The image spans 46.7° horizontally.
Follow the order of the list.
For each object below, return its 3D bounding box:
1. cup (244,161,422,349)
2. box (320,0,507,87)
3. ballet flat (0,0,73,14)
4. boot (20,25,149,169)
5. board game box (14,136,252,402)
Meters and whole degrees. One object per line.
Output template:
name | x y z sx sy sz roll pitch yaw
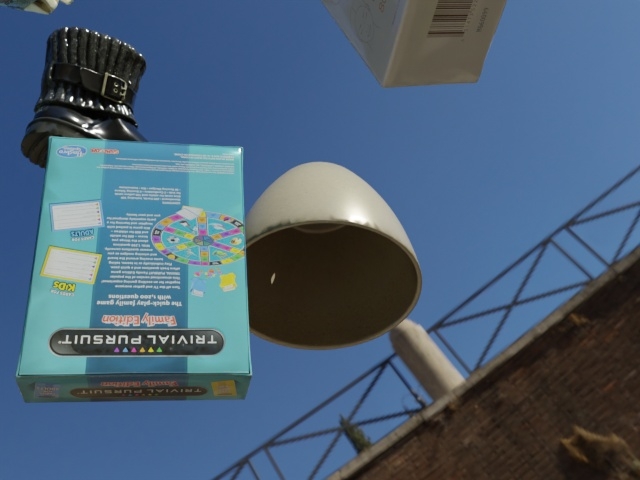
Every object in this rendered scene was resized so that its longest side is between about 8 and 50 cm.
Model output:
cup | 0.000 0.000 1.301 0.330 0.237 0.331 -1 -43 -1
box | 0.070 -0.225 0.598 0.090 0.171 0.130 -8 -42 -22
ballet flat | -0.375 -0.342 1.012 0.070 0.188 0.070 5 -97 -49
boot | -0.339 -0.202 1.309 0.131 0.260 0.348 -28 -45 35
board game box | -0.221 0.029 0.925 0.253 0.336 0.079 2 -33 -12
